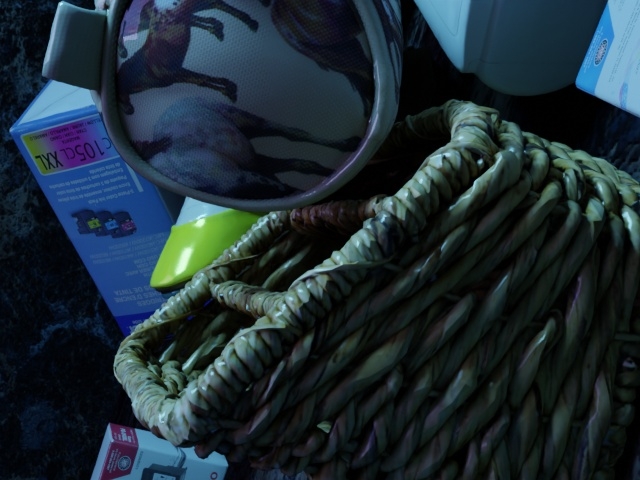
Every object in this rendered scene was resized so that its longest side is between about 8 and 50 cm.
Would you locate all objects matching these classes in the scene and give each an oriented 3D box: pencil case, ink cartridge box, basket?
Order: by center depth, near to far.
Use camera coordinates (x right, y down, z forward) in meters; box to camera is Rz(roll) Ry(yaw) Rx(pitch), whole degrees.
[{"bbox_3d":[0.176,-0.094,0.489,0.122,0.052,0.088,-112,40,-71],"label":"ink cartridge box"},{"bbox_3d":[0.022,0.017,0.610,0.299,0.223,0.213,-177,103,-77],"label":"basket"},{"bbox_3d":[-0.036,-0.153,0.733,0.410,0.184,0.159,-78,13,-70],"label":"pencil case"},{"bbox_3d":[-0.200,0.298,1.307,0.063,0.151,0.109,-148,75,-72],"label":"ink cartridge box"},{"bbox_3d":[-0.205,-0.055,1.393,0.270,0.151,0.395,-73,-35,-54],"label":"ink cartridge box"}]

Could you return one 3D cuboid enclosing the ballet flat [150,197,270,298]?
[{"bbox_3d":[-0.058,-0.028,0.829,0.077,0.231,0.077,-13,100,40],"label":"ballet flat"}]

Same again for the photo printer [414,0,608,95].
[{"bbox_3d":[0.108,-0.277,0.682,0.307,0.107,0.256,-109,21,-50],"label":"photo printer"}]

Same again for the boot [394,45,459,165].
[{"bbox_3d":[0.063,-0.127,0.951,0.115,0.112,0.305,-37,20,14],"label":"boot"}]
